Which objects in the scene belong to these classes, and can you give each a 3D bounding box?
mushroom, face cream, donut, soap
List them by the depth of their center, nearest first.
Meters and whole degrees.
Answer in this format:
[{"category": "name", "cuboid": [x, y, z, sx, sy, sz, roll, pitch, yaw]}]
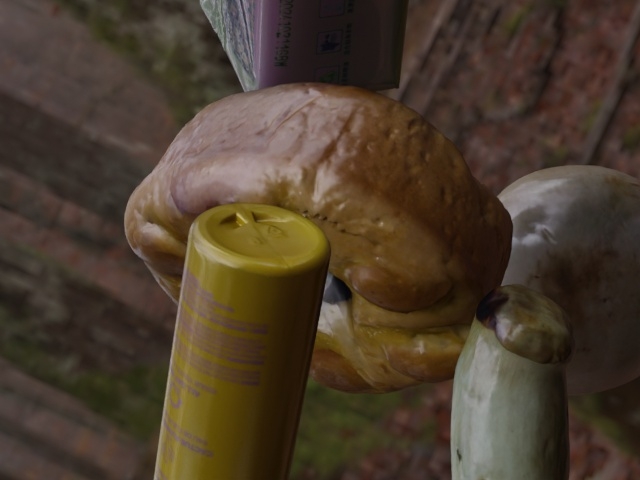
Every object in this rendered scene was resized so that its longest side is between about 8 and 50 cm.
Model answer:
[{"category": "face cream", "cuboid": [-0.053, 0.114, 1.037, 0.078, 0.078, 0.273, -66, -13, -61]}, {"category": "mushroom", "cuboid": [0.135, 0.198, 1.301, 0.107, 0.087, 0.333, -25, -64, -75]}, {"category": "donut", "cuboid": [0.000, 0.000, 1.457, 0.150, 0.317, 0.299, -63, -21, -24]}, {"category": "soap", "cuboid": [-0.014, -0.237, 1.503, 0.182, 0.138, 0.199, -115, 23, -46]}, {"category": "mushroom", "cuboid": [0.242, 0.035, 1.752, 0.226, 0.226, 0.178, -65, 20, 14]}]
